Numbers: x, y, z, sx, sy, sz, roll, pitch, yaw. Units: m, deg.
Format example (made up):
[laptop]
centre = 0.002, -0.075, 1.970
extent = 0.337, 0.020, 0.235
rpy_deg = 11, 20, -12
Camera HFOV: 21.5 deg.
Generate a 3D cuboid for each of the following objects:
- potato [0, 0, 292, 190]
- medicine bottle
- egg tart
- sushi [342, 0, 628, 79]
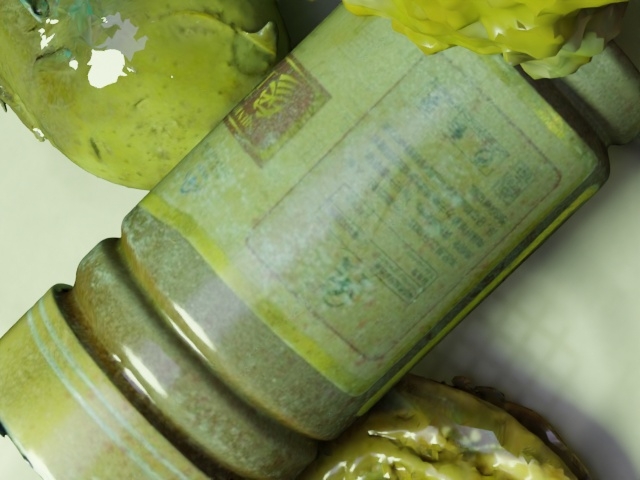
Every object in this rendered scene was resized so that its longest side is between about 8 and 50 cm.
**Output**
[potato]
centre = -0.117, -0.135, 0.911
extent = 0.169, 0.143, 0.248
rpy_deg = -40, 74, 12
[medicine bottle]
centre = 0.000, 0.000, 0.814
extent = 0.322, 0.151, 0.151
rpy_deg = -44, 73, 5
[egg tart]
centre = 0.028, 0.213, 0.869
extent = 0.297, 0.132, 0.297
rpy_deg = 4, 100, 25
[sushi]
centre = 0.068, -0.264, 0.582
extent = 0.240, 0.351, 0.396
rpy_deg = 21, 102, 1
